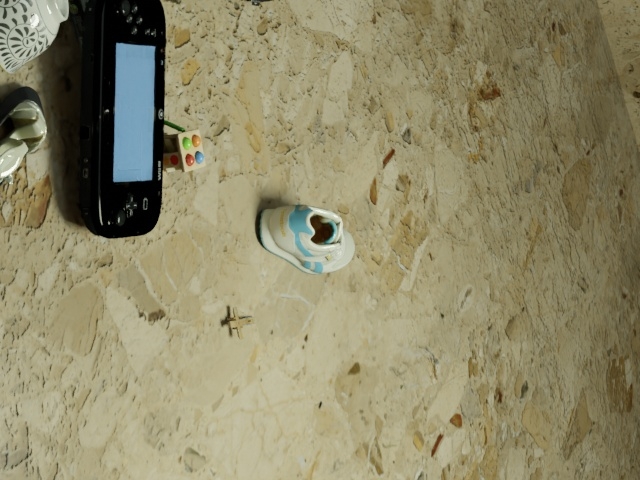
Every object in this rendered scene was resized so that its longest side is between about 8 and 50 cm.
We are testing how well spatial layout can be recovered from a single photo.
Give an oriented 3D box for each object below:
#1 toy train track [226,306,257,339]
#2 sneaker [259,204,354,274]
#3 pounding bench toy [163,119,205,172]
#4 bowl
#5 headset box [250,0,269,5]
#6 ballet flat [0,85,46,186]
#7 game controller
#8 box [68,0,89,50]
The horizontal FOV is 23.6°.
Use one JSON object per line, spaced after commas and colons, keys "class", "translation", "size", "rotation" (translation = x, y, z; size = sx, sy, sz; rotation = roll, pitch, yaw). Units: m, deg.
{"class": "toy train track", "translation": [-0.117, 0.120, 2.227], "size": [0.083, 0.014, 0.048], "rotation": [-5, 83, -65]}
{"class": "sneaker", "translation": [0.000, 0.000, 2.363], "size": [0.228, 0.092, 0.087], "rotation": [18, 69, -59]}
{"class": "pounding bench toy", "translation": [-0.197, -0.135, 2.075], "size": [0.052, 0.065, 0.083], "rotation": [-23, 106, -58]}
{"class": "bowl", "translation": [-0.341, -0.283, 1.776], "size": [0.170, 0.080, 0.170], "rotation": [-10, 90, -85]}
{"class": "headset box", "translation": [-0.100, -0.396, 2.310], "size": [0.062, 0.032, 0.083], "rotation": [-7, 93, -59]}
{"class": "ballet flat", "translation": [-0.362, -0.114, 1.790], "size": [0.074, 0.074, 0.203], "rotation": [65, 36, -30]}
{"class": "game controller", "translation": [-0.249, -0.163, 1.959], "size": [0.166, 0.067, 0.319], "rotation": [-6, 99, -58]}
{"class": "box", "translation": [-0.294, -0.324, 1.974], "size": [0.094, 0.027, 0.137], "rotation": [-46, 125, -53]}
